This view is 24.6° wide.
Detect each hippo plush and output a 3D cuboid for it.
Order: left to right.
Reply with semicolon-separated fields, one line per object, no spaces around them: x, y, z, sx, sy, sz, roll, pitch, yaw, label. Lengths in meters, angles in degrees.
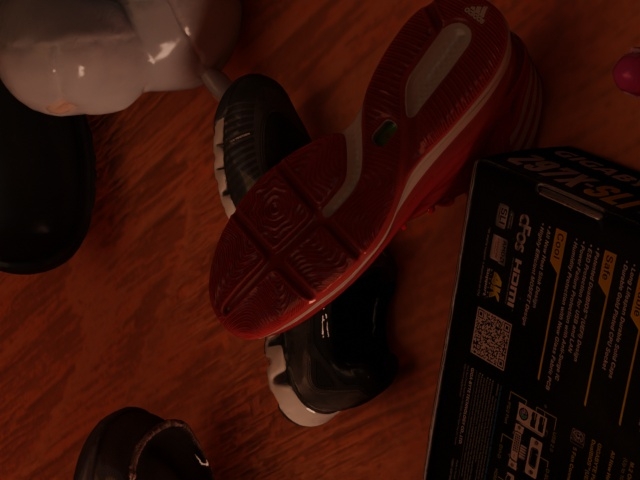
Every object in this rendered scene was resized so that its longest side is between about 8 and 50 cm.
-0.140;-0.217;0.989;0.234;0.294;0.237;53;157;33;hippo plush

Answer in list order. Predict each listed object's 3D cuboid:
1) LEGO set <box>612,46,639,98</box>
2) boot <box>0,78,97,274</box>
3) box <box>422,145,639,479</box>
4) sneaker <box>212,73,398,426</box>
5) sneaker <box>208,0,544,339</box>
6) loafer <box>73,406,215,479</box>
0.184;-0.188;0.631;0.132;0.107;0.287;17;109;51;LEGO set
-0.296;-0.185;1.039;0.445;0.146;0.367;73;-179;-78;boot
0.163;0.140;0.741;0.257;0.079;0.322;27;117;46;box
0.000;0.000;0.939;0.106;0.078;0.234;-16;87;50;sneaker
0.046;-0.020;0.807;0.221;0.128;0.087;-45;57;11;sneaker
-0.061;0.286;1.046;0.130;0.134;0.366;-21;89;29;loafer
